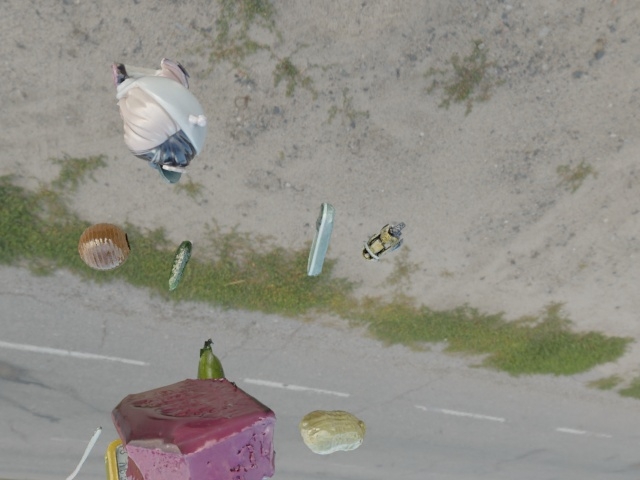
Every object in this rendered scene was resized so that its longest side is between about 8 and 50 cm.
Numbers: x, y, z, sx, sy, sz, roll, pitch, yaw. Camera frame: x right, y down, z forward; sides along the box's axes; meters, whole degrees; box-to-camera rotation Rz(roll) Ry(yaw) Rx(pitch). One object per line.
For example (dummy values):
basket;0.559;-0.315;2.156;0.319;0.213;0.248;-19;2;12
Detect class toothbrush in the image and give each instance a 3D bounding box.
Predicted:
toothbrush;-0.546;0.508;0.961;0.022;0.017;0.204;30;88;-19

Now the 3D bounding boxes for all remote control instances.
remote control;0.000;0.000;1.350;0.052;0.104;0.247;11;115;-7

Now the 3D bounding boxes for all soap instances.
soap;-0.229;0.336;0.753;0.220;0.127;0.324;-7;179;-33

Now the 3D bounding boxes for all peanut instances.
peanut;0.046;0.698;1.565;0.152;0.152;0.313;-33;145;34

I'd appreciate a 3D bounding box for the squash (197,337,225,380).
squash;-0.305;0.430;1.209;0.087;0.332;0.087;-11;138;-10

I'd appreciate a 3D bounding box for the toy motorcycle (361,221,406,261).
toy motorcycle;0.213;0.009;1.470;0.129;0.094;0.229;-33;172;-19

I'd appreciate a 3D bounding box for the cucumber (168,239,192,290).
cucumber;-0.602;0.108;1.834;0.069;0.228;0.069;14;167;3

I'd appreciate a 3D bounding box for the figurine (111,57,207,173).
figurine;-0.438;-0.357;1.164;0.211;0.361;0.253;-41;135;13

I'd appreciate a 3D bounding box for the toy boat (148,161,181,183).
toy boat;-0.416;-0.179;1.180;0.096;0.122;0.034;10;123;-44

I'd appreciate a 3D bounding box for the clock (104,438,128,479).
clock;-0.504;0.646;1.176;0.143;0.202;0.096;-4;145;-34

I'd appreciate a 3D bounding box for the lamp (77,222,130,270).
lamp;-0.604;0.018;1.202;0.136;0.136;0.136;0;140;0
